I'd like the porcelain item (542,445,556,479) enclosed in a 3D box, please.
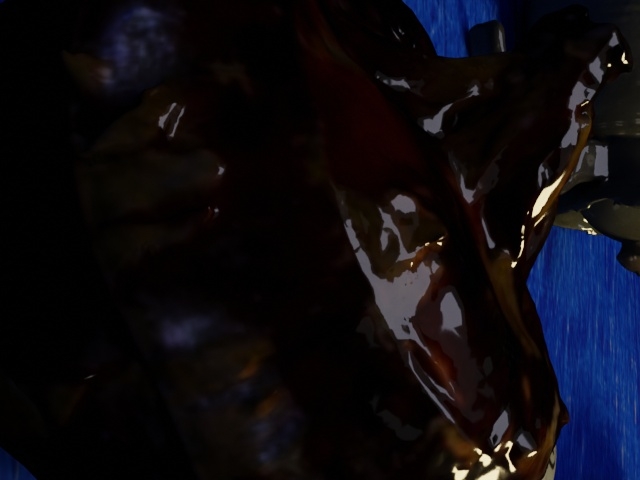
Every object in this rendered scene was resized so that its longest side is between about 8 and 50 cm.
[{"bbox_3d":[0.066,0.202,0.851,0.186,0.138,0.288,66,28,-53],"label":"porcelain item"}]

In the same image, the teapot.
[{"bbox_3d":[0.280,-0.113,1.333,0.305,0.223,0.285,17,73,-66],"label":"teapot"}]

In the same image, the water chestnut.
[{"bbox_3d":[0.000,0.000,0.607,0.300,0.300,0.300,33,52,-58],"label":"water chestnut"}]
